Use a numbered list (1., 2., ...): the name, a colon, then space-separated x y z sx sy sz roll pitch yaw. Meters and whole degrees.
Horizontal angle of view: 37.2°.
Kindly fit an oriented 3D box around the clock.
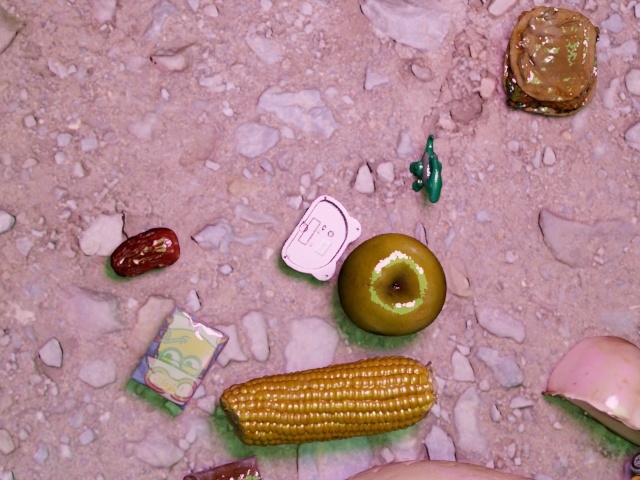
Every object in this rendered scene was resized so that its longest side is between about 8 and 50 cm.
1. clock: 0.000 0.000 1.766 0.110 0.050 0.152 35 80 -3

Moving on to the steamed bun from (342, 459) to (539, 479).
1. steamed bun: 0.200 0.561 1.600 0.456 0.290 0.371 -5 84 -4

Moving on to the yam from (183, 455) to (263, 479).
1. yam: -0.171 0.433 1.675 0.141 0.079 0.079 -13 85 -11

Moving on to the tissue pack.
1. tissue pack: -0.248 0.207 1.695 0.116 0.065 0.155 32 79 -3

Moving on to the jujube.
1. jujube: -0.315 0.023 1.706 0.129 0.077 0.077 -22 87 0

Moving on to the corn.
1. corn: 0.019 0.290 1.692 0.387 0.144 0.143 -10 85 -7

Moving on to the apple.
1. apple: 0.127 0.081 1.722 0.197 0.157 0.196 1 84 -8

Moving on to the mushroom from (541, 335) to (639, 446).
1. mushroom: 0.575 0.269 1.767 0.236 0.162 0.173 30 81 -6

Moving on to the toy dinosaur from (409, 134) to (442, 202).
1. toy dinosaur: 0.208 -0.133 1.792 0.059 0.096 0.132 1 86 -10

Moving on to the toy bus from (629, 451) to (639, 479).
1. toy bus: 0.570 0.545 1.731 0.121 0.123 0.335 48 73 -18

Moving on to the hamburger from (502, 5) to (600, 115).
1. hamburger: 0.447 -0.349 1.855 0.183 0.130 0.206 3 102 -7
